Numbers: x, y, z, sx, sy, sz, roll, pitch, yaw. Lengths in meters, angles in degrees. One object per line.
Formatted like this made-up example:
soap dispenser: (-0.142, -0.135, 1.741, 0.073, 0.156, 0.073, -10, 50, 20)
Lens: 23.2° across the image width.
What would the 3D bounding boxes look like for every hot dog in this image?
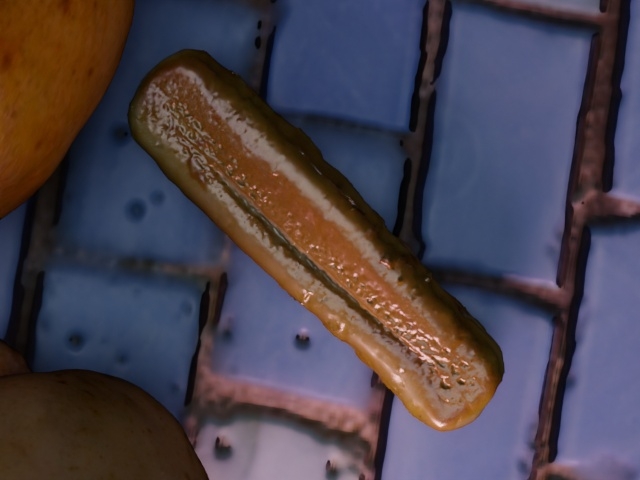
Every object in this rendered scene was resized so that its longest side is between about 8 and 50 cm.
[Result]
hot dog: (-0.002, 0.001, 0.943, 0.088, 0.061, 0.286, -40, 92, 4)

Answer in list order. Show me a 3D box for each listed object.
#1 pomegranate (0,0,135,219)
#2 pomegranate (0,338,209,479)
pomegranate: (-0.239, -0.134, 0.827, 0.307, 0.307, 0.307, 0, 91, 1)
pomegranate: (-0.157, 0.166, 0.878, 0.207, 0.207, 0.207, 0, 91, 1)
